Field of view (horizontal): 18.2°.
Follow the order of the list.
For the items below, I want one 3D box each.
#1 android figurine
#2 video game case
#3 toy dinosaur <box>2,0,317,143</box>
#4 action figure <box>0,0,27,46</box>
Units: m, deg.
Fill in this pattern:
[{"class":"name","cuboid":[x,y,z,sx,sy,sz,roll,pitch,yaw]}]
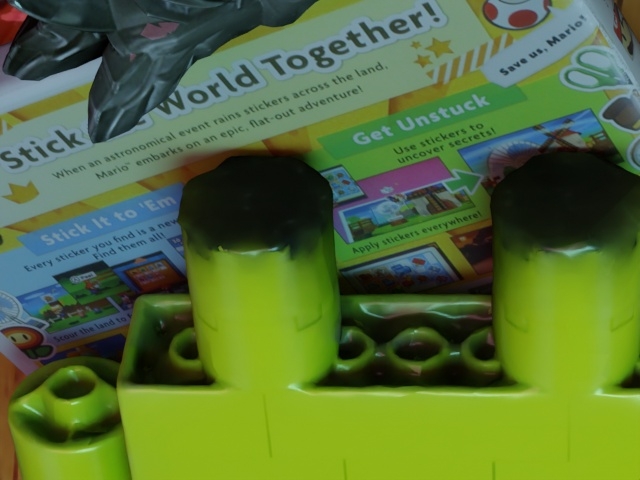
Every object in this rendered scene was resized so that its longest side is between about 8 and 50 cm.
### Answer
[{"class":"android figurine","cuboid":[0.033,0.091,0.606,0.248,0.056,0.273,-2,131,7]},{"class":"video game case","cuboid":[0.000,0.000,0.589,0.227,0.026,0.206,-17,137,25]},{"class":"toy dinosaur","cuboid":[-0.057,-0.112,0.381,0.322,0.218,0.164,12,88,13]},{"class":"action figure","cuboid":[-0.146,-0.151,0.566,0.330,0.178,0.341,-8,115,7]}]
